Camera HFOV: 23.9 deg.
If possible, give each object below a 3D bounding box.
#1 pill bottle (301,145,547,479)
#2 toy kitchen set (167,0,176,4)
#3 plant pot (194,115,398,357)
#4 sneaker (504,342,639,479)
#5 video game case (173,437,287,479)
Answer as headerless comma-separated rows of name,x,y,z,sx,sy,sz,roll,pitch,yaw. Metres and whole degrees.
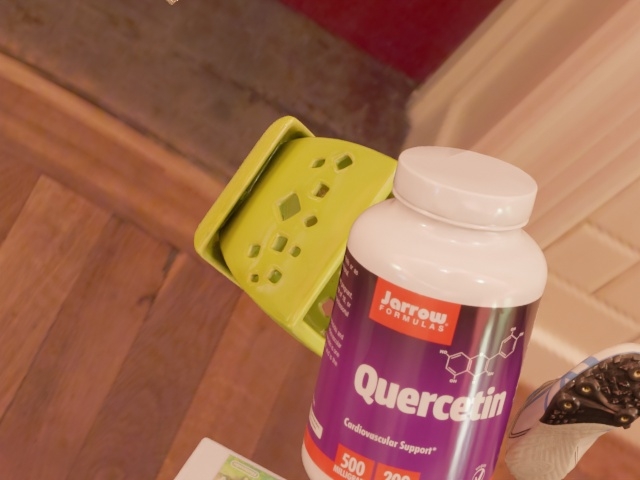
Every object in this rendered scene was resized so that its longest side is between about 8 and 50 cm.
pill bottle,0.097,0.086,1.369,0.182,0.323,0.181,10,21,-4
toy kitchen set,-0.102,-0.240,1.136,0.068,0.075,0.083,41,47,-17
plant pot,0.000,0.000,1.780,0.207,0.227,0.228,31,84,32
sneaker,0.240,0.150,1.410,0.085,0.237,0.086,21,53,-10
video game case,-0.059,0.290,1.302,0.212,0.023,0.193,26,52,12
